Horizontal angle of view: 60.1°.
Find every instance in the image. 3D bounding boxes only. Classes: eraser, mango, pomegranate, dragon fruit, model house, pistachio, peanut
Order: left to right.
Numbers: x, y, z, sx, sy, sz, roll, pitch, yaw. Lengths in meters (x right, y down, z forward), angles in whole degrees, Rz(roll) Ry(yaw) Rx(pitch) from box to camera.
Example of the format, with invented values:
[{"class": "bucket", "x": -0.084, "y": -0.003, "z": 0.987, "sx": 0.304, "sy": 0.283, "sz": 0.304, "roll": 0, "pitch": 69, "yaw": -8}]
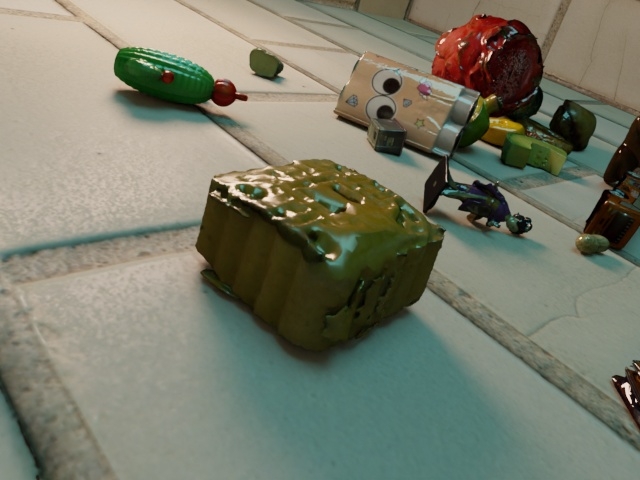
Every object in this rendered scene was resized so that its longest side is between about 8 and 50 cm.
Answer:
[{"class": "model house", "x": -0.139, "y": -0.464, "z": 1.437, "sx": 0.079, "sy": 0.066, "sz": 0.083, "roll": 21, "pitch": 27, "yaw": 3}, {"class": "eraser", "x": 0.197, "y": -0.310, "z": 1.274, "sx": 0.290, "sy": 0.171, "sz": 0.087, "roll": 26, "pitch": -4, "yaw": 15}, {"class": "pomegranate", "x": 0.358, "y": -0.292, "z": 1.349, "sx": 0.169, "sy": 0.122, "sz": 0.143, "roll": -7, "pitch": 36, "yaw": 12}, {"class": "dragon fruit", "x": 0.468, "y": -0.488, "z": 1.585, "sx": 0.302, "sy": 0.295, "sz": 0.296, "roll": 15, "pitch": 21, "yaw": 40}, {"class": "mango", "x": 0.466, "y": -0.296, "z": 1.489, "sx": 0.187, "sy": 0.066, "sz": 0.101, "roll": 21, "pitch": 36, "yaw": 17}, {"class": "pistachio", "x": 0.773, "y": -0.353, "z": 1.711, "sx": 0.210, "sy": 0.130, "sz": 0.165, "roll": -21, "pitch": 87, "yaw": -50}, {"class": "peanut", "x": 0.491, "y": 0.005, "z": 0.999, "sx": 0.083, "sy": 0.037, "sz": 0.037, "roll": -3, "pitch": 35, "yaw": -30}]

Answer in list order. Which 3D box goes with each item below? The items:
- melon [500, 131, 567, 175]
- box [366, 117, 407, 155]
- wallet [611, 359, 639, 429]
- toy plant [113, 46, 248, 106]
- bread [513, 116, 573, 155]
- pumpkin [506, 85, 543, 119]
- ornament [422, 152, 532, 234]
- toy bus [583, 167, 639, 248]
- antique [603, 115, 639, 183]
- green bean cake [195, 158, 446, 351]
[{"class": "melon", "x": 0.534, "y": -0.217, "z": 1.391, "sx": 0.209, "sy": 0.064, "sz": 0.118, "roll": 12, "pitch": 28, "yaw": -15}, {"class": "box", "x": 0.140, "y": -0.226, "z": 1.187, "sx": 0.063, "sy": 0.060, "sz": 0.084, "roll": 2, "pitch": 32, "yaw": -13}, {"class": "wallet", "x": 0.423, "y": 0.215, "z": 0.582, "sx": 0.161, "sy": 0.042, "sz": 0.195, "roll": 16, "pitch": 28, "yaw": -4}, {"class": "toy plant", "x": -0.275, "y": -0.312, "z": 1.074, "sx": 0.240, "sy": 0.088, "sz": 0.154, "roll": 6, "pitch": 15, "yaw": -35}, {"class": "bread", "x": 0.625, "y": -0.291, "z": 1.575, "sx": 0.193, "sy": 0.064, "sz": 0.193, "roll": 19, "pitch": 28, "yaw": -11}, {"class": "pumpkin", "x": 0.640, "y": -0.481, "z": 1.825, "sx": 0.190, "sy": 0.146, "sz": 0.190, "roll": 15, "pitch": 26, "yaw": -8}, {"class": "ornament", "x": 0.279, "y": -0.057, "z": 0.951, "sx": 0.203, "sy": 0.088, "sz": 0.081, "roll": 28, "pitch": 48, "yaw": -6}, {"class": "toy bus", "x": 0.658, "y": -0.080, "z": 1.187, "sx": 0.092, "sy": 0.093, "sz": 0.409, "roll": 35, "pitch": 34, "yaw": 24}, {"class": "antique", "x": 0.810, "y": -0.211, "z": 1.349, "sx": 0.121, "sy": 0.257, "sz": 0.143, "roll": -26, "pitch": 52, "yaw": -28}, {"class": "green bean cake", "x": 0.000, "y": 0.000, "z": 0.628, "sx": 0.230, "sy": 0.131, "sz": 0.224, "roll": 36, "pitch": 35, "yaw": 31}]
